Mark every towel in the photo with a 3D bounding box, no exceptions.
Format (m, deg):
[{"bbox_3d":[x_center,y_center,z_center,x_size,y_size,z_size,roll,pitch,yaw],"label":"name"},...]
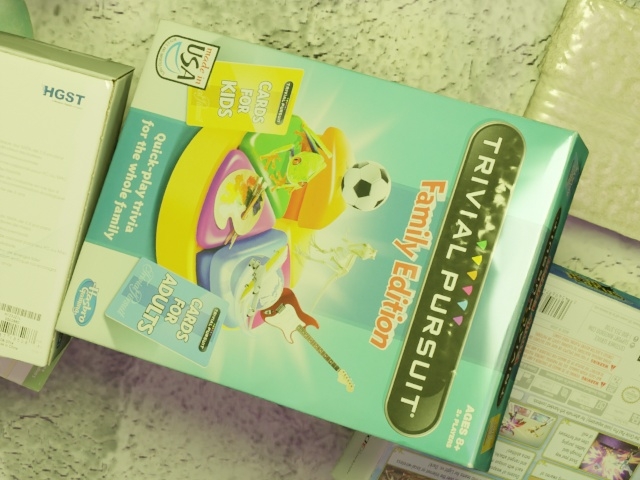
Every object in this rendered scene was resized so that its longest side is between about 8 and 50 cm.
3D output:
[{"bbox_3d":[0.304,-0.086,1.533,0.282,0.049,0.187,20,101,-11],"label":"towel"}]

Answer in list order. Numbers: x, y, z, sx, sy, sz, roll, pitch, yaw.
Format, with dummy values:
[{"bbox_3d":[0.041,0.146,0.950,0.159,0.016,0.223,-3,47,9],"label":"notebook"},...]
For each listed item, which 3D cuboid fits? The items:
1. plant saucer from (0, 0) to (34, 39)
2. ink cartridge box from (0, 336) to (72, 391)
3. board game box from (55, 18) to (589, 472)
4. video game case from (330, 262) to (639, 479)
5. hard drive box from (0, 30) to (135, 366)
[{"bbox_3d":[-0.331,-0.157,1.462,0.195,0.037,0.195,-1,105,-5],"label":"plant saucer"},{"bbox_3d":[-0.294,0.002,1.479,0.235,0.056,0.171,27,102,-25],"label":"ink cartridge box"},{"bbox_3d":[0.000,0.000,1.353,0.336,0.079,0.254,16,85,17],"label":"board game box"},{"bbox_3d":[0.179,0.144,1.539,0.269,0.061,0.244,22,102,-30],"label":"video game case"},{"bbox_3d":[-0.261,-0.042,1.396,0.181,0.089,0.232,16,102,1],"label":"hard drive box"}]
